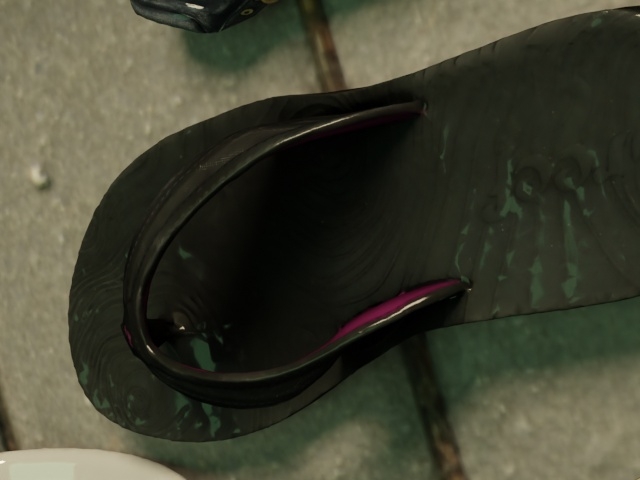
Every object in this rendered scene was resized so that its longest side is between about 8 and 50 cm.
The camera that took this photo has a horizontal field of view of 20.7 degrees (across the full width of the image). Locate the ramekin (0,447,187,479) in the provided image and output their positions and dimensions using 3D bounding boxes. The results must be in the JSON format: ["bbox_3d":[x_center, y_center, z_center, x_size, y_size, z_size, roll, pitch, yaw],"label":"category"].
[{"bbox_3d":[-0.189,0.236,0.985,0.277,0.277,0.135,6,113,37],"label":"ramekin"}]

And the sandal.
[{"bbox_3d":[0.000,-0.003,0.870,0.446,0.107,0.167,-23,87,40],"label":"sandal"}]

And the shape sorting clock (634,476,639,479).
[{"bbox_3d":[0.201,0.200,0.810,0.206,0.040,0.206,11,109,36],"label":"shape sorting clock"}]

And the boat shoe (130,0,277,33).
[{"bbox_3d":[-0.023,-0.151,0.887,0.183,0.065,0.083,6,137,22],"label":"boat shoe"}]
